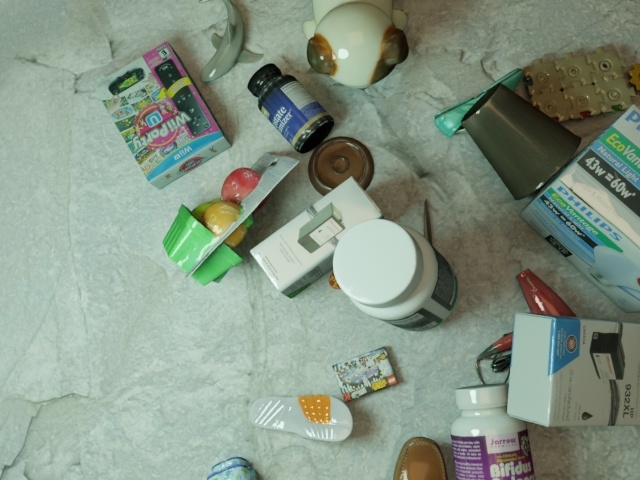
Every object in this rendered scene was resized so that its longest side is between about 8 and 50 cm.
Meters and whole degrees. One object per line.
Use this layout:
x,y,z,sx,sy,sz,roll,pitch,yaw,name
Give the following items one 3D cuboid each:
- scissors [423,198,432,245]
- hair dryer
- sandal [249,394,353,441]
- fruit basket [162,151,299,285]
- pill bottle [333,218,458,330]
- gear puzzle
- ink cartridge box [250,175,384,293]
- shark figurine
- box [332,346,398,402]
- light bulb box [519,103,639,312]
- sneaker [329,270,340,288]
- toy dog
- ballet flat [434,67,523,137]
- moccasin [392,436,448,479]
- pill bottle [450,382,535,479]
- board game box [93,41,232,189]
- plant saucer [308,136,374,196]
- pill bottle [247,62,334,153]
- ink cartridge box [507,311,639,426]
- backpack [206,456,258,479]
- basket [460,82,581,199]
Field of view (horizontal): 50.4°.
0.274,0.050,1.660,0.109,0.021,0.297,12,81,9,scissors
0.486,0.210,1.584,0.224,0.080,0.293,5,81,6,hair dryer
-0.038,0.415,1.604,0.265,0.076,0.101,2,65,26,sandal
-0.201,-0.062,1.588,0.353,0.327,0.165,-43,109,-7,fruit basket
0.168,0.079,1.470,0.204,0.361,0.204,-5,75,20,pill bottle
0.678,-0.387,1.688,0.339,0.044,0.175,-11,78,0,gear puzzle
0.000,0.000,1.593,0.289,0.211,0.121,-36,79,-3,ink cartridge box
-0.241,-0.557,1.755,0.166,0.116,0.278,-4,82,3,shark figurine
0.107,0.320,1.624,0.137,0.027,0.093,-21,81,1,box
0.669,-0.047,1.466,0.225,0.361,0.358,-45,80,-3,light bulb box
0.096,0.061,1.653,0.175,0.067,0.064,-38,77,15,sneaker
0.092,-0.548,1.593,0.285,0.395,0.407,-1,72,-4,toy dog
0.403,-0.330,1.683,0.247,0.083,0.087,-30,92,4,ballet flat
0.208,0.631,1.504,0.139,0.147,0.379,12,82,7,moccasin
0.380,0.474,1.504,0.169,0.169,0.301,-8,81,4,pill bottle
-0.401,-0.317,1.737,0.224,0.097,0.303,-32,81,0,board game box
0.051,-0.185,1.711,0.169,0.029,0.168,-1,80,4,plant saucer
-0.078,-0.333,1.698,0.123,0.123,0.219,-42,80,-3,pill bottle
0.570,0.278,1.466,0.308,0.129,0.223,7,85,-25,ink cartridge box
-0.207,0.551,1.569,0.105,0.114,0.084,-25,60,2,backpack
0.452,-0.243,1.591,0.227,0.154,0.204,42,102,-6,basket
